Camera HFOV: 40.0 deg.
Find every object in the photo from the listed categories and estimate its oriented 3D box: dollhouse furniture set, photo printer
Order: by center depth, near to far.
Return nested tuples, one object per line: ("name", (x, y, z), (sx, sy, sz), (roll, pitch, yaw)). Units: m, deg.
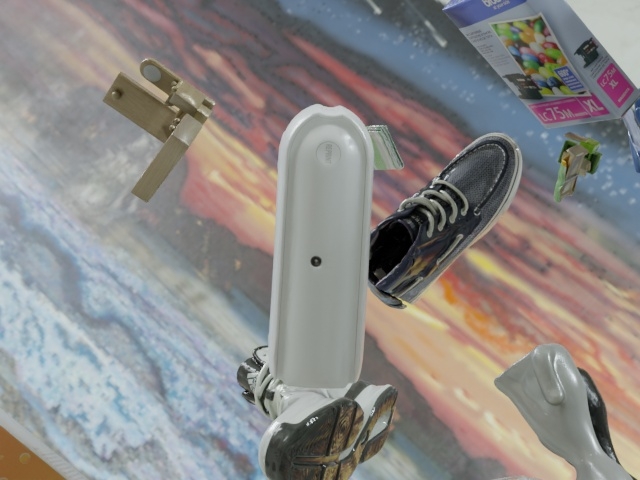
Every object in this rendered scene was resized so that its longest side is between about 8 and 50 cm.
("photo printer", (0.000, 0.000, 1.018), (0.107, 0.307, 0.256), (3, -1, -2))
("dollhouse furniture set", (-0.220, -0.149, 1.093), (0.123, 0.151, 0.144), (35, -50, -12))
("dollhouse furniture set", (0.358, -0.114, 1.281), (0.058, 0.152, 0.076), (26, -61, 27))

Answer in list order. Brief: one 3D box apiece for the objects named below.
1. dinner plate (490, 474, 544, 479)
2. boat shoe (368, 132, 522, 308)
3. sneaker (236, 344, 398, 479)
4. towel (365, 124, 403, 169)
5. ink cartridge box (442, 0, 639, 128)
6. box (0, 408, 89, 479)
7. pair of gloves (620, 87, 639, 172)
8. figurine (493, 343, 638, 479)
("dinner plate", (0.207, 0.304, 1.070), (0.141, 0.141, 0.017), (109, -30, -75))
("boat shoe", (0.189, -0.039, 1.386), (0.127, 0.340, 0.158), (37, 4, 23))
("sneaker", (-0.058, 0.289, 1.432), (0.257, 0.169, 0.447), (16, 4, 21))
("towel", (0.101, -0.198, 1.924), (0.152, 0.023, 0.113), (1, -51, 43))
("ink cartridge box", (0.303, -0.296, 1.282), (0.311, 0.065, 0.186), (47, -14, -16))
("box", (-0.464, 0.373, 1.224), (0.345, 0.215, 0.168), (38, -16, 1))
("pair of gloves", (0.601, -0.191, 1.617), (0.023, 0.198, 0.159), (-17, -73, 38))
("figurine", (0.305, 0.237, 0.999), (0.215, 0.092, 0.209), (37, 20, -57))
